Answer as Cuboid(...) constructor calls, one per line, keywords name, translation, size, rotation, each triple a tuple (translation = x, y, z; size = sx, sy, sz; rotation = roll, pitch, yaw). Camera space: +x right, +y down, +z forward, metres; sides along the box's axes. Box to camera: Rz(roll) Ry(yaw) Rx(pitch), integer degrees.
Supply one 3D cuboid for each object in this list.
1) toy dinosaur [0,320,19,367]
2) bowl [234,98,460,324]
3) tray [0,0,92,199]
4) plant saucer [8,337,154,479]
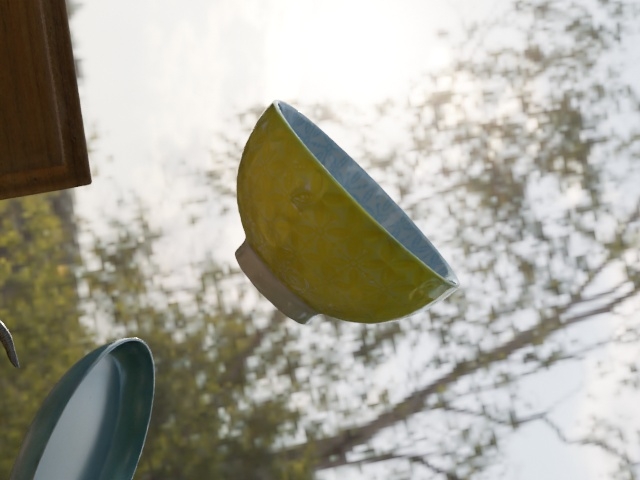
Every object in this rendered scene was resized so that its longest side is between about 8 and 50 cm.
Cuboid(name="toy dinosaur", translation=(-0.387, 0.029, 1.056), size=(0.313, 0.121, 0.160), rotation=(45, 1, -9))
Cuboid(name="bowl", translation=(0.000, 0.000, 1.467), size=(0.289, 0.156, 0.289), rotation=(44, 9, -9))
Cuboid(name="tray", translation=(-0.253, -0.217, 0.709), size=(0.076, 0.203, 0.410), rotation=(-140, -137, -65))
Cuboid(name="plant saucer", translation=(-0.277, 0.255, 1.507), size=(0.317, 0.044, 0.317), rotation=(18, 90, -78))
